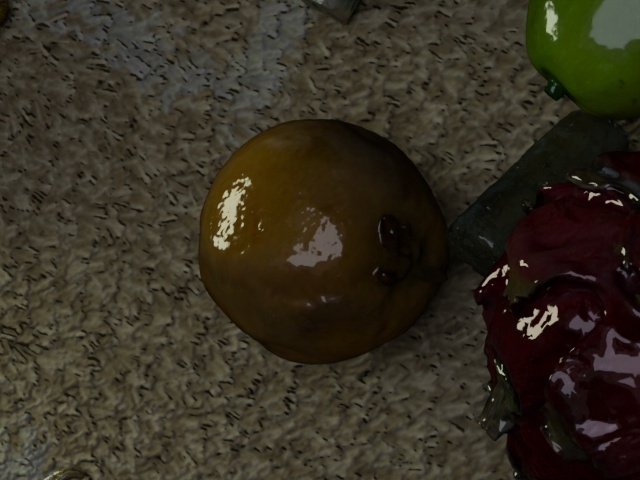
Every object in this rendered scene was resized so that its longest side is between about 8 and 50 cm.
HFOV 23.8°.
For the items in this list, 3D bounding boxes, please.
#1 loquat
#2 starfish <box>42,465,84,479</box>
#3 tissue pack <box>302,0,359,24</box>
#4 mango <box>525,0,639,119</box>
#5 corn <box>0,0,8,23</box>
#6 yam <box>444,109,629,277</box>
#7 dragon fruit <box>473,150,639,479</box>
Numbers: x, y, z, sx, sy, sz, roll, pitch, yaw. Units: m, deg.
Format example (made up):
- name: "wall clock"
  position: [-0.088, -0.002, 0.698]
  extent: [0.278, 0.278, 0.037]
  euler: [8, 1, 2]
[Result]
- name: "loquat"
  position: [0.000, 0.000, 1.382]
  extent: [0.238, 0.193, 0.238]
  euler: [-18, 56, 28]
- name: "starfish"
  position: [-0.296, 0.352, 1.527]
  extent: [0.138, 0.050, 0.247]
  euler: [42, 102, 18]
- name: "tissue pack"
  position: [0.017, -0.267, 1.469]
  extent: [0.059, 0.074, 0.094]
  euler: [30, 92, 24]
- name: "mango"
  position: [0.302, -0.266, 1.316]
  extent: [0.192, 0.156, 0.343]
  euler: [20, 87, 18]
- name: "corn"
  position: [-0.373, -0.229, 1.634]
  extent: [0.092, 0.037, 0.037]
  euler: [-42, 71, 11]
- name: "yam"
  position: [0.193, -0.040, 1.345]
  extent: [0.078, 0.078, 0.179]
  euler: [38, 72, 21]
- name: "dragon fruit"
  position: [0.283, 0.072, 1.204]
  extent: [0.329, 0.329, 0.329]
  euler: [-3, 83, 21]
